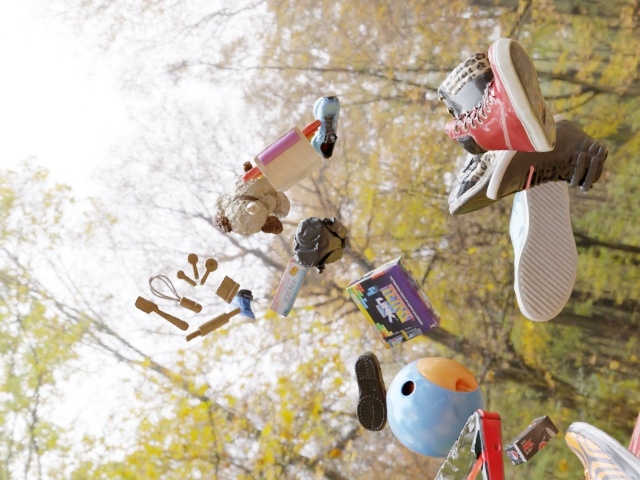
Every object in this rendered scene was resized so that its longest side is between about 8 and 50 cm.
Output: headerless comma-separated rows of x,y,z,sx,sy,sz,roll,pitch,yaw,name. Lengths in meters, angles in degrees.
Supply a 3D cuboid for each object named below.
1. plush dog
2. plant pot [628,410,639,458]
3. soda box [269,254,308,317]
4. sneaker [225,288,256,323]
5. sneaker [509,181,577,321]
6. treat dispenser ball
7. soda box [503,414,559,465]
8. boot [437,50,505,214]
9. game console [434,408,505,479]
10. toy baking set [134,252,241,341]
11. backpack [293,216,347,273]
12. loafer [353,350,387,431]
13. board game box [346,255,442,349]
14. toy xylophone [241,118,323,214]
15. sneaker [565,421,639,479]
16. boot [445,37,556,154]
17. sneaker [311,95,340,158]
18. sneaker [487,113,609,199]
-0.229,-0.110,2.431,0.211,0.262,0.226,91,179,-50,plush dog
0.767,0.486,1.578,0.275,0.274,0.243,-39,-31,-53,plant pot
-0.092,0.141,2.318,0.183,0.063,0.058,-66,-6,21,soda box
-0.217,0.181,2.137,0.058,0.152,0.085,24,-92,-29,sneaker
0.497,0.019,1.707,0.150,0.135,0.366,91,-171,-69,sneaker
0.334,0.482,2.175,0.288,0.288,0.288,-38,-45,-53,treat dispenser ball
0.575,0.544,2.048,0.168,0.060,0.053,-25,-13,-38,soda box
0.386,-0.256,1.874,0.138,0.284,0.377,-14,-22,-20,boot
0.302,0.589,1.614,0.342,0.060,0.387,-79,7,-61,game console
-0.317,0.145,1.836,0.256,0.030,0.197,-33,-91,-31,toy baking set
0.000,0.000,2.019,0.182,0.115,0.152,-3,-72,-67,backpack
0.133,0.373,1.876,0.078,0.080,0.220,-49,-42,-65,loafer
0.162,0.138,1.646,0.170,0.141,0.048,55,-148,-8,board game box
-0.088,-0.156,1.663,0.236,0.081,0.322,-37,1,-5,toy xylophone
0.477,0.435,1.256,0.124,0.321,0.180,40,-91,-17,sneaker
0.272,-0.224,1.238,0.244,0.176,0.088,50,-131,-46,boot
0.021,-0.253,1.687,0.063,0.073,0.162,-11,-42,-15,sneaker
0.443,-0.138,1.422,0.295,0.147,0.105,-34,-34,-35,sneaker
